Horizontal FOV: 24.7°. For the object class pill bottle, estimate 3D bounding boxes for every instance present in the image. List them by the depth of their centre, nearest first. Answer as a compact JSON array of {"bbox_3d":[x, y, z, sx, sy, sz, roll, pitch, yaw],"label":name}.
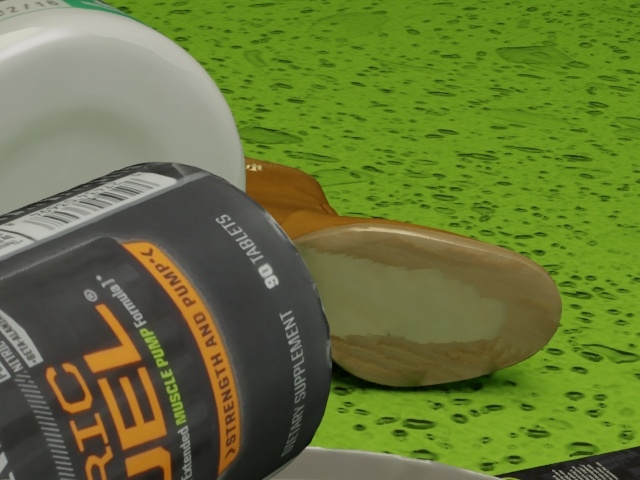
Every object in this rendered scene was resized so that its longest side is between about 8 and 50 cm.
[{"bbox_3d":[-0.113,0.066,0.461,0.130,0.130,0.246,17,27,30],"label":"pill bottle"},{"bbox_3d":[-0.214,-0.069,0.834,0.204,0.204,0.361,-11,27,-32],"label":"pill bottle"}]

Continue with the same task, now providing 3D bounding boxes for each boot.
[{"bbox_3d":[-0.001,0.001,0.936,0.295,0.104,0.211,1,22,4],"label":"boot"}]

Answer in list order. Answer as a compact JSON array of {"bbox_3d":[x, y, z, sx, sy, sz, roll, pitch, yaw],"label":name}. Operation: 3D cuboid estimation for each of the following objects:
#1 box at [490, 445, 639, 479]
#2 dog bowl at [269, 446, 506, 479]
[{"bbox_3d":[0.140,0.145,0.704,0.162,0.029,0.116,-5,23,-24],"label":"box"},{"bbox_3d":[-0.007,0.195,0.463,0.349,0.102,0.349,4,22,-1],"label":"dog bowl"}]
